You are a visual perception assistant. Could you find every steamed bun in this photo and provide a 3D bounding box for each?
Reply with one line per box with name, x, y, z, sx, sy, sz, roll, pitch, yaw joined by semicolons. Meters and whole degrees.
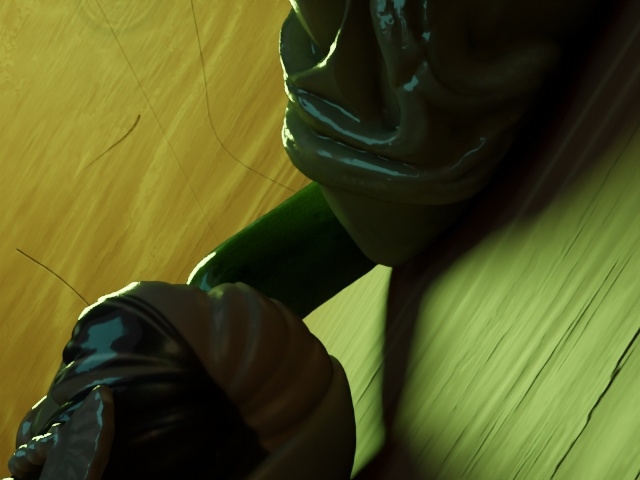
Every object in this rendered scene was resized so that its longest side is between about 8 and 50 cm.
steamed bun;0.073;-0.168;1.058;0.310;0.219;0.324;-60;5;-18

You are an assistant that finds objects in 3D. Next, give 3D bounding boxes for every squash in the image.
squash;0.000;0.000;1.198;0.378;0.101;0.101;-39;-12;-52

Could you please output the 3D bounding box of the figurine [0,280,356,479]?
figurine;-0.102;0.156;0.946;0.253;0.211;0.361;-59;3;-31
